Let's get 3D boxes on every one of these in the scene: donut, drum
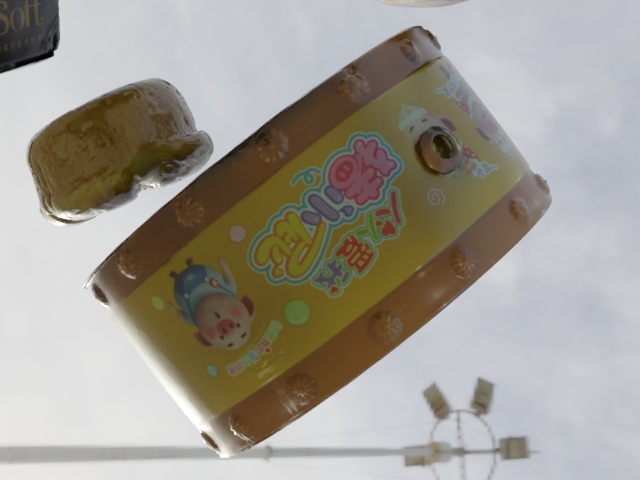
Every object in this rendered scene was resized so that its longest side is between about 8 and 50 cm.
[{"bbox_3d":[-0.251,-0.104,1.295,0.128,0.209,0.261,65,-24,-7],"label":"donut"},{"bbox_3d":[0.000,0.000,1.037,0.431,0.431,0.214,-37,-89,36],"label":"drum"}]

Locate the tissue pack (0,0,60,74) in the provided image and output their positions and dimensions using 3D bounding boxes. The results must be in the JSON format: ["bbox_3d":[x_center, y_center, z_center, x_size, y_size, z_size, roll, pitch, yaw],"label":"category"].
[{"bbox_3d":[-0.425,-0.222,0.958,0.210,0.370,0.198,15,-65,20],"label":"tissue pack"}]

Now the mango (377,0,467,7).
[{"bbox_3d":[0.131,-0.309,1.239,0.184,0.102,0.084,-12,-97,42],"label":"mango"}]
